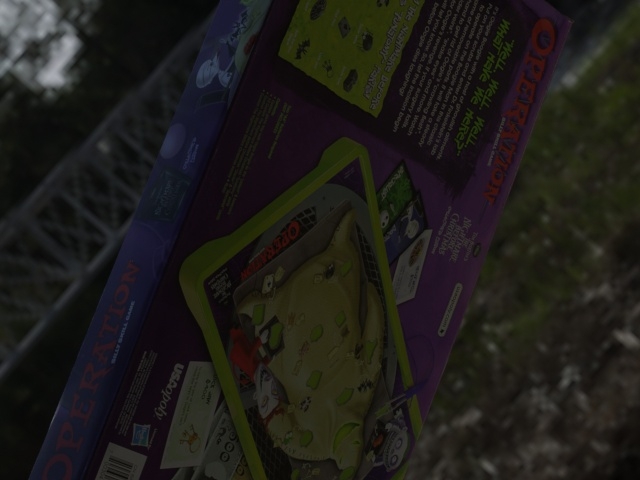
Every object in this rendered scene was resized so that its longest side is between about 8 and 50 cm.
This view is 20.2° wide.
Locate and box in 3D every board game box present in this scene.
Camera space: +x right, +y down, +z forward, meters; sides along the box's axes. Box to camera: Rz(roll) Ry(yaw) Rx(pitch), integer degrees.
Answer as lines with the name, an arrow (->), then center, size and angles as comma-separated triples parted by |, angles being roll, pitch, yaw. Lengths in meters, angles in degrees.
board game box -> 0.000, 0.000, 0.909 | 0.056, 0.208, 0.347 | 11, 76, 50
